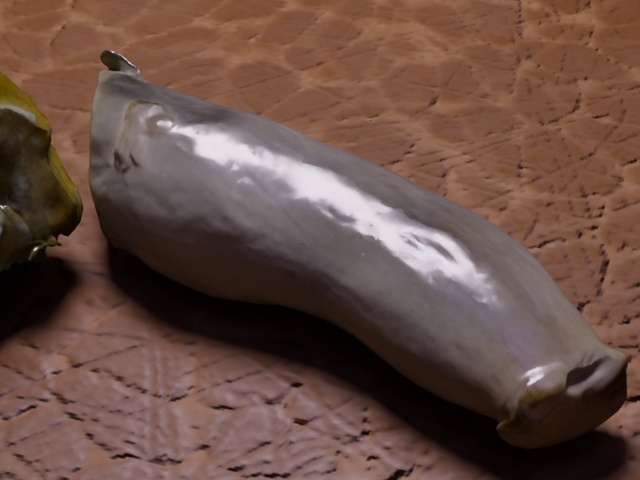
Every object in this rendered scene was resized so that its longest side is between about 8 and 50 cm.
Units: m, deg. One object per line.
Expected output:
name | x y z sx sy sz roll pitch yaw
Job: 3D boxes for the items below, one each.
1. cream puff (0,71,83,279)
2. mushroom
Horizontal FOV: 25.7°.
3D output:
cream puff | -0.254 -0.033 0.727 0.194 0.195 0.221 24 41 27
mushroom | 0.002 -0.001 0.737 0.351 0.097 0.109 26 45 25
